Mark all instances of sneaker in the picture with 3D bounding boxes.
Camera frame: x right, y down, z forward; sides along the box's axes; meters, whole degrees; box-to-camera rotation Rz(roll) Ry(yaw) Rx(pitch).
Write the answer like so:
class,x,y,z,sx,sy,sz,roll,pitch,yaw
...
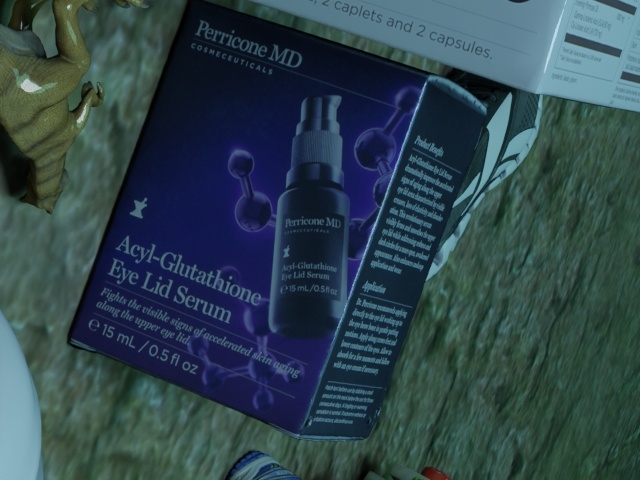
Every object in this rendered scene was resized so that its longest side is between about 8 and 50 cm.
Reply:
class,x,y,z,sx,sy,sz,roll,pitch,yaw
sneaker,-0.053,0.193,1.224,0.135,0.058,0.052,-45,147,-45
sneaker,0.099,-0.076,1.317,0.234,0.078,0.106,-55,156,-27

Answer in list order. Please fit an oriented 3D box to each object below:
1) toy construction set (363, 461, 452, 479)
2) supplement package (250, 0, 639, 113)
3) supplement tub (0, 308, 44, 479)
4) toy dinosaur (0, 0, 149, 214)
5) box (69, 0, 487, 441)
class,x,y,z,sx,sy,sz,roll,pitch,yaw
toy construction set,0.035,0.306,1.400,0.215,0.151,0.327,47,54,-38
supplement package,0.036,-0.169,0.851,0.204,0.262,0.145,-2,111,-66
supplement tub,-0.203,0.167,0.637,0.228,0.228,0.316,-46,148,-44
toy dinosaur,-0.134,-0.076,0.807,0.112,0.064,0.211,-61,156,-16
box,-0.022,-0.010,1.002,0.108,0.153,0.207,16,93,-67
